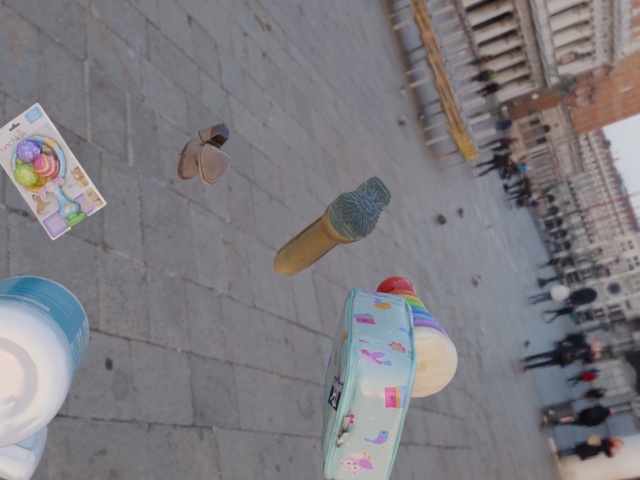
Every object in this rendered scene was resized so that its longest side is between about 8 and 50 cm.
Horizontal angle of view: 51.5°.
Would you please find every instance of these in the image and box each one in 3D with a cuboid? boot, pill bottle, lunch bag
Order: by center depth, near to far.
[{"bbox_3d":[-0.346,0.120,0.755,0.146,0.146,0.264,67,-9,-11],"label":"pill bottle"},{"bbox_3d":[-0.156,-0.099,0.854,0.042,0.087,0.118,39,41,-29],"label":"boot"},{"bbox_3d":[0.063,0.214,0.981,0.279,0.108,0.224,-78,-179,-68],"label":"lunch bag"},{"bbox_3d":[0.000,0.000,1.304,0.089,0.269,0.236,54,36,1],"label":"boot"}]

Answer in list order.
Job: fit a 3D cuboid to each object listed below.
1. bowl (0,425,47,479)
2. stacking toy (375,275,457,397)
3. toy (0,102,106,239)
[{"bbox_3d":[-0.545,0.340,1.158,0.142,0.053,0.142,35,14,-21],"label":"bowl"},{"bbox_3d":[0.172,0.163,1.317,0.330,0.141,0.141,-92,158,-69],"label":"stacking toy"},{"bbox_3d":[-0.543,-0.131,1.289,0.237,0.137,0.056,56,7,-7],"label":"toy"}]
